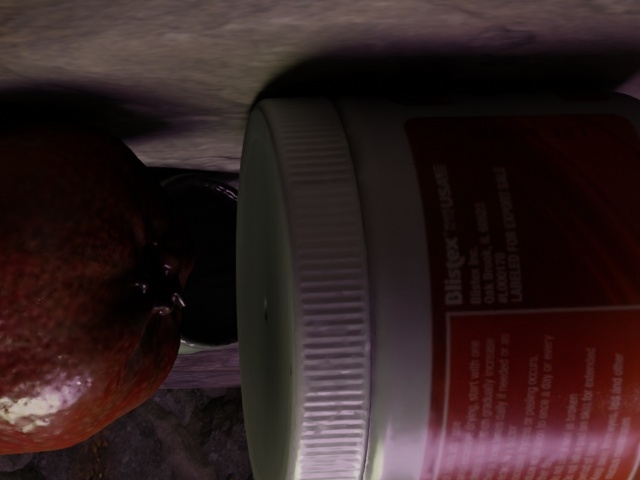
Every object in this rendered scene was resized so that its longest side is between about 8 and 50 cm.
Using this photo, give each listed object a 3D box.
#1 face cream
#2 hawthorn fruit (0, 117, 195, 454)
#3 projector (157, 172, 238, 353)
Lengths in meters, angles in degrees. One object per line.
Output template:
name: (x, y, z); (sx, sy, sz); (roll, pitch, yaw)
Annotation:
face cream: (0.064, 0.029, 0.770); (0.187, 0.201, 0.201); (-2, 172, -10)
hawthorn fruit: (-0.160, 0.019, 0.783); (0.188, 0.169, 0.169); (-2, 173, 13)
projector: (-0.178, 0.035, 1.052); (0.108, 0.108, 0.337); (4, 169, -43)
